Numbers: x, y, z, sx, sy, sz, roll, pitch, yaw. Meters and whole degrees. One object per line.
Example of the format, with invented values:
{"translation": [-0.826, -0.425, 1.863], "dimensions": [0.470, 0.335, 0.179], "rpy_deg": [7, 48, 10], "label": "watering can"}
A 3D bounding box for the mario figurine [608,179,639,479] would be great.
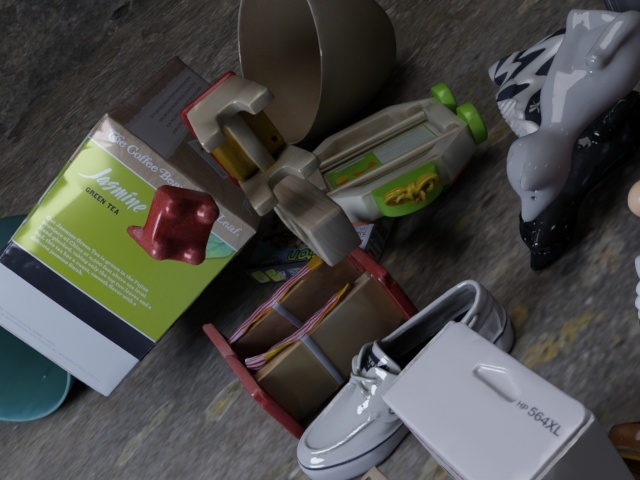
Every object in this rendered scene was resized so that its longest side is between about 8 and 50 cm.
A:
{"translation": [0.281, 0.034, 0.627], "dimensions": [0.320, 0.170, 0.198], "rpy_deg": [-65, 15, -19], "label": "mario figurine"}

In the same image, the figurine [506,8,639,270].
{"translation": [0.252, -0.092, 0.778], "dimensions": [0.092, 0.215, 0.209], "rpy_deg": [24, 78, 28], "label": "figurine"}

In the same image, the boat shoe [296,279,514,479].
{"translation": [0.074, 0.141, 0.793], "dimensions": [0.267, 0.088, 0.096], "rpy_deg": [-36, 34, 6], "label": "boat shoe"}

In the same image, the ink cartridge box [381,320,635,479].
{"translation": [0.155, 0.172, 0.573], "dimensions": [0.086, 0.203, 0.148], "rpy_deg": [-45, 33, -8], "label": "ink cartridge box"}

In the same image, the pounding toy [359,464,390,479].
{"translation": [0.082, 0.245, 0.615], "dimensions": [0.100, 0.141, 0.130], "rpy_deg": [-45, 34, -9], "label": "pounding toy"}

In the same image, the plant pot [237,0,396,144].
{"translation": [0.011, -0.312, 1.269], "dimensions": [0.191, 0.284, 0.284], "rpy_deg": [-14, 23, -27], "label": "plant pot"}

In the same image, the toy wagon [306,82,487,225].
{"translation": [0.085, -0.097, 1.021], "dimensions": [0.267, 0.068, 0.344], "rpy_deg": [-27, 25, 3], "label": "toy wagon"}

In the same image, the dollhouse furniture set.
{"translation": [-0.066, 0.020, 0.819], "dimensions": [0.201, 0.374, 0.152], "rpy_deg": [-41, 38, -6], "label": "dollhouse furniture set"}

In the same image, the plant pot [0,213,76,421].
{"translation": [-0.467, 0.095, 1.216], "dimensions": [0.293, 0.293, 0.235], "rpy_deg": [-21, 22, 26], "label": "plant pot"}

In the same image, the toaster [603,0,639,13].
{"translation": [0.442, -0.404, 1.058], "dimensions": [0.186, 0.110, 0.168], "rpy_deg": [-20, 38, 27], "label": "toaster"}

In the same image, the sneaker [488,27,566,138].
{"translation": [0.302, -0.192, 0.958], "dimensions": [0.153, 0.094, 0.235], "rpy_deg": [-34, 22, 23], "label": "sneaker"}

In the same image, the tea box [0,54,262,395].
{"translation": [-0.239, -0.034, 1.052], "dimensions": [0.323, 0.220, 0.329], "rpy_deg": [-46, 14, 20], "label": "tea box"}

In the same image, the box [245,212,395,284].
{"translation": [0.000, 0.000, 1.079], "dimensions": [0.207, 0.036, 0.114], "rpy_deg": [-9, 44, 38], "label": "box"}
